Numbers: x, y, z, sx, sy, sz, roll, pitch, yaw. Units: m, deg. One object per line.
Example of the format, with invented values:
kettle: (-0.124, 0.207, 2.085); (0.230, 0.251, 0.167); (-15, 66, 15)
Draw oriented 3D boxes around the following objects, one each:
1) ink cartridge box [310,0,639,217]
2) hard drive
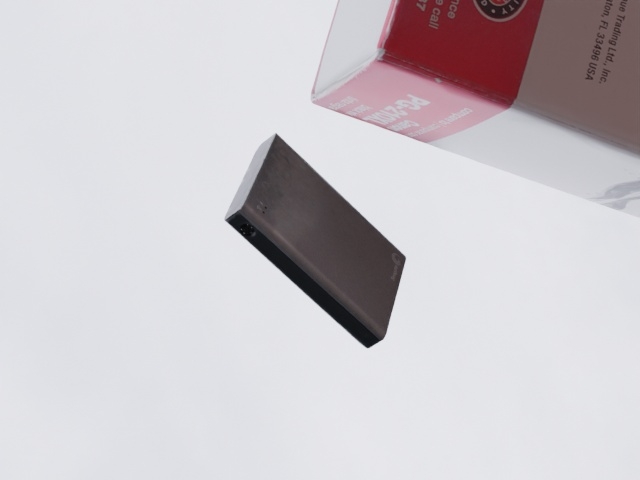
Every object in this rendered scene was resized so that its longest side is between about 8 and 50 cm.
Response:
ink cartridge box: (0.138, -0.104, 0.525); (0.237, 0.100, 0.172); (18, -99, -14)
hard drive: (0.000, 0.000, 0.872); (0.135, 0.022, 0.094); (43, -145, -18)
